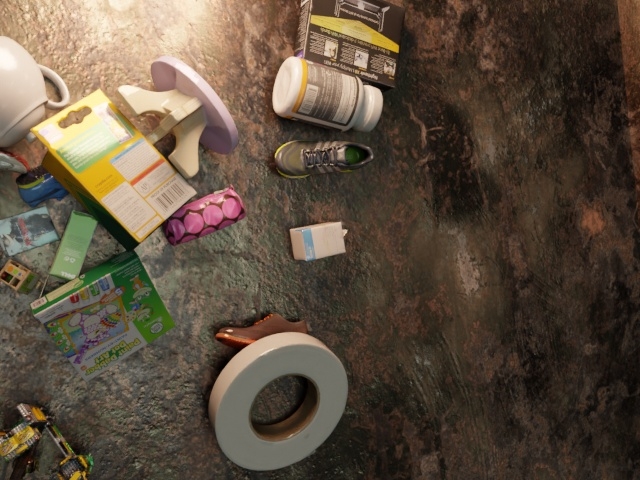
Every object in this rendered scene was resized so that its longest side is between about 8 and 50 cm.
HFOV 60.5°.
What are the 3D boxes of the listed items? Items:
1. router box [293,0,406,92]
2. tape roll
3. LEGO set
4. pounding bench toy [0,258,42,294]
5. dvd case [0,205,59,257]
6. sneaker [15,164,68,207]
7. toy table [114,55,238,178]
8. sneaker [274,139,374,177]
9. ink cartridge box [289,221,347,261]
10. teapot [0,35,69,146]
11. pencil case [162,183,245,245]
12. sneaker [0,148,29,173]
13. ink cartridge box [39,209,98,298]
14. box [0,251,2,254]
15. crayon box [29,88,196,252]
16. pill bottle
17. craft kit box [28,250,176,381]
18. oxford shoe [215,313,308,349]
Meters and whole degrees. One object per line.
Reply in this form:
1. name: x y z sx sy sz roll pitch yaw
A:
1. router box: 0.087 -0.589 1.585 0.309 0.081 0.242 9 88 -26
2. tape roll: -0.107 0.437 1.484 0.392 0.072 0.392 -10 113 -25
3. LEGO set: -0.673 0.503 1.163 0.331 0.192 0.255 -27 79 -19
4. pounding bench toy: -0.686 0.086 1.257 0.065 0.083 0.052 28 76 8
5. dvd case: -0.682 -0.021 1.273 0.119 0.013 0.087 -21 101 -23
6. sneaker: -0.600 -0.149 1.288 0.209 0.069 0.082 -35 138 -29
7. toy table: -0.342 -0.288 1.315 0.274 0.252 0.161 45 57 -8
8. sneaker: 0.015 -0.239 1.542 0.300 0.121 0.111 -12 97 -25
9. ink cartridge box: 0.000 0.000 1.560 0.143 0.092 0.089 -11 97 -24
10. teapot: -0.668 -0.287 1.153 0.256 0.252 0.187 -47 114 -9
11. pencil case: -0.304 -0.065 1.413 0.209 0.095 0.098 -27 134 -23
12. sneaker: -0.760 -0.160 1.198 0.225 0.088 0.092 1 97 -17
13. ink cartridge box: -0.581 0.037 1.271 0.062 0.109 0.209 20 83 -24
14. box: -0.791 0.120 1.163 0.149 0.127 0.232 15 85 -26
15. crayon box: -0.471 -0.160 1.257 0.323 0.083 0.203 49 50 -12
16. pill bottle: 0.021 -0.392 1.518 0.278 0.162 0.162 9 88 -27
17. craft kit box: -0.499 0.177 1.290 0.250 0.061 0.246 -33 136 -21
18. oxford shoe: -0.158 0.251 1.507 0.271 0.097 0.098 11 69 -31
